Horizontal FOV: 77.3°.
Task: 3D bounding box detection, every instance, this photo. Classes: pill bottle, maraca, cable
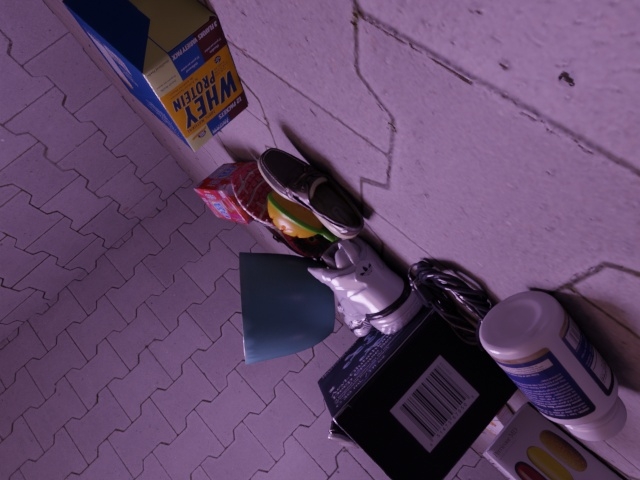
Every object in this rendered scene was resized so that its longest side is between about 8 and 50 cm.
[{"bbox_3d":[0.270,0.147,0.459,0.169,0.094,0.094,48,169,-11],"label":"pill bottle"},{"bbox_3d":[-0.037,-0.052,0.881,0.186,0.099,0.127,29,-160,-31],"label":"maraca"},{"bbox_3d":[0.225,0.106,0.638,0.184,0.047,0.151,51,163,-14],"label":"cable"}]

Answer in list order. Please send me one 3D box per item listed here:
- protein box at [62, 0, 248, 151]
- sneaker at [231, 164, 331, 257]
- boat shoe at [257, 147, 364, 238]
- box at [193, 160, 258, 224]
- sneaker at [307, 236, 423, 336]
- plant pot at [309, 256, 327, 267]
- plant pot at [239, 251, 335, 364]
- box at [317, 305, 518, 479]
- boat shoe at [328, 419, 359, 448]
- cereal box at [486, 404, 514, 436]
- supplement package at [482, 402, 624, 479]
[{"bbox_3d":[-0.254,-0.297,0.659,0.200,0.136,0.201,42,169,14],"label":"protein box"},{"bbox_3d":[-0.112,-0.060,1.016,0.299,0.121,0.112,47,160,-9],"label":"sneaker"},{"bbox_3d":[-0.011,-0.090,0.695,0.224,0.080,0.073,40,164,-2],"label":"boat shoe"},{"bbox_3d":[-0.246,-0.140,1.147,0.257,0.128,0.122,13,144,56],"label":"box"},{"bbox_3d":[0.081,0.101,0.911,0.210,0.137,0.366,46,164,1],"label":"sneaker"},{"bbox_3d":[-0.008,0.045,1.200,0.083,0.083,0.079,46,-178,-5],"label":"plant pot"},{"bbox_3d":[-0.091,0.168,1.073,0.293,0.236,0.292,176,90,-80],"label":"plant pot"},{"bbox_3d":[0.178,0.310,0.881,0.212,0.293,0.395,45,169,5],"label":"box"},{"bbox_3d":[0.053,0.415,0.854,0.046,0.038,0.125,-14,139,28],"label":"boat shoe"},{"bbox_3d":[0.454,0.463,1.071,0.240,0.047,0.173,50,168,-22],"label":"cereal box"},{"bbox_3d":[0.469,0.468,0.791,0.244,0.139,0.133,38,168,32],"label":"supplement package"}]
